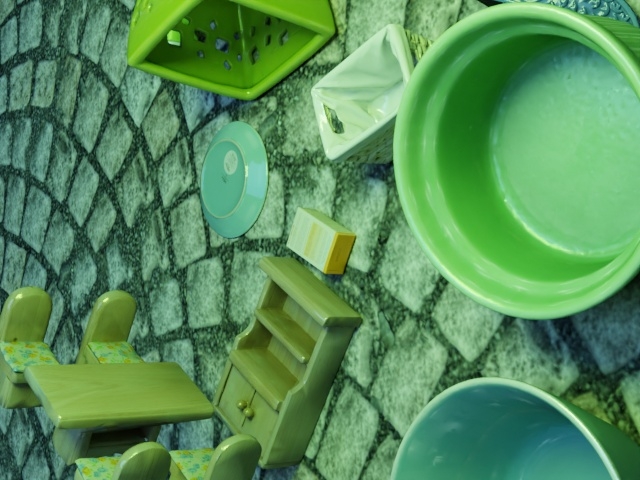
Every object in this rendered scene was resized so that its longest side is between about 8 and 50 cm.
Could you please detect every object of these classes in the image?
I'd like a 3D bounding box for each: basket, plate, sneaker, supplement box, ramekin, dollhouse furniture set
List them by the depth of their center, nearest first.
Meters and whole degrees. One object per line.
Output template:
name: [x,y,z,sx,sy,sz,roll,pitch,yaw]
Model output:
ramekin: [0.235,-0.085,0.998,0.303,0.148,0.304,13,110,41]
sneaker: [0.254,-0.267,1.099,0.232,0.090,0.081,34,113,22]
basket: [0.084,-0.178,1.263,0.167,0.103,0.113,-32,63,43]
dollhouse furniture set: [-0.177,0.167,1.318,0.362,0.394,0.257,39,116,44]
supplement box: [0.000,0.000,1.399,0.098,0.036,0.062,35,114,45]
plate: [-0.148,-0.098,1.591,0.188,0.024,0.188,-6,82,50]

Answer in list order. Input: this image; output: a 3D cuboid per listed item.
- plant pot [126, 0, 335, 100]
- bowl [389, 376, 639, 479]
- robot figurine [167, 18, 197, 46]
plant pot: [-0.138,-0.364,1.456,0.227,0.228,0.207,-29,60,45]
bowl: [0.230,0.293,1.007,0.311,0.163,0.312,-7,81,49]
robot figurine: [-0.249,-0.356,1.698,0.101,0.067,0.115,8,94,38]
